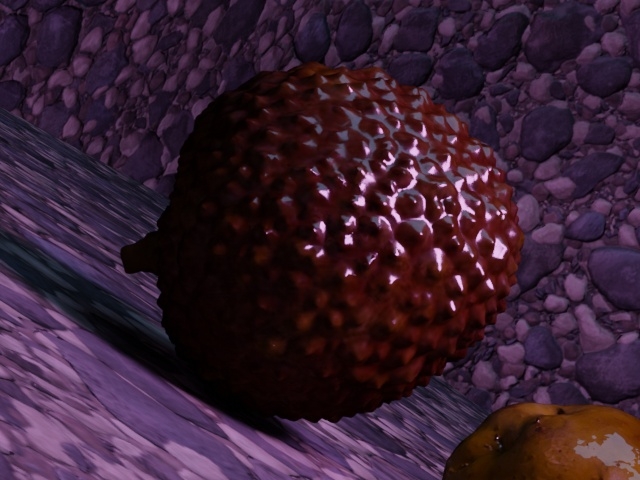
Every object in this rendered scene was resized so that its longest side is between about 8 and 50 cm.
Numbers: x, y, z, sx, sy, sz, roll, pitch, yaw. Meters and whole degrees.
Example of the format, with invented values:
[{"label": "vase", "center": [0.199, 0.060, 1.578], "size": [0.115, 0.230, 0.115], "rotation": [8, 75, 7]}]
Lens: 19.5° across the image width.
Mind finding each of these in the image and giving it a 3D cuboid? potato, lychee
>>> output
[{"label": "potato", "center": [0.261, 0.247, 1.374], "size": [0.369, 0.176, 0.195], "rotation": [37, -25, 11]}, {"label": "lychee", "center": [0.000, 0.000, 1.393], "size": [0.304, 0.276, 0.276], "rotation": [-3, -1, 3]}]
